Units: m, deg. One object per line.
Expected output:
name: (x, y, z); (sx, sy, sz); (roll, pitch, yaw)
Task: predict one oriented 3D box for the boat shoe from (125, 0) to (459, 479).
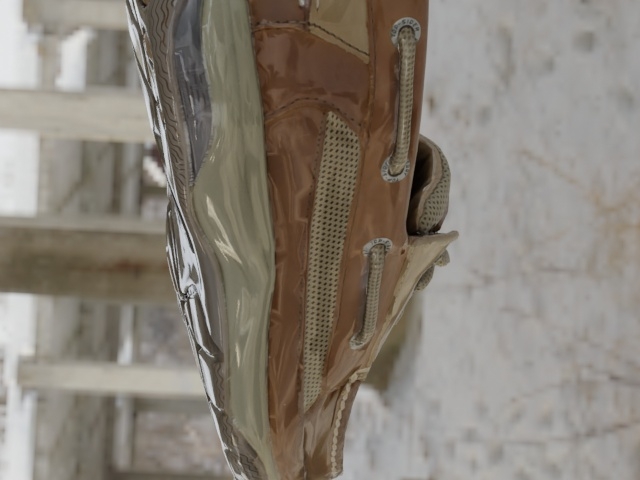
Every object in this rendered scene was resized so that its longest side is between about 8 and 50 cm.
boat shoe: (0.000, 0.000, 0.686); (0.324, 0.116, 0.123); (87, 166, -52)
